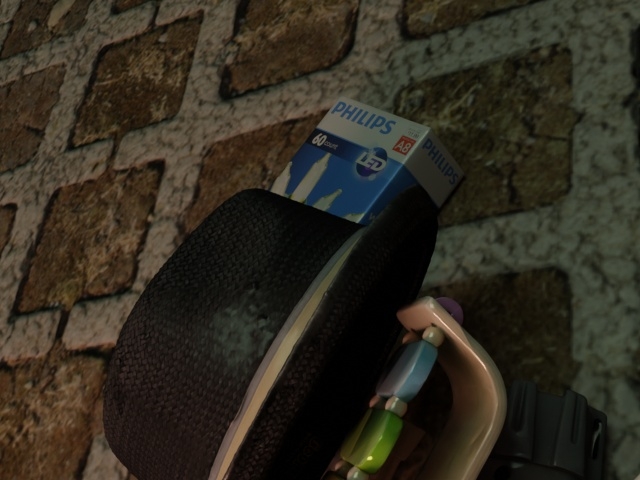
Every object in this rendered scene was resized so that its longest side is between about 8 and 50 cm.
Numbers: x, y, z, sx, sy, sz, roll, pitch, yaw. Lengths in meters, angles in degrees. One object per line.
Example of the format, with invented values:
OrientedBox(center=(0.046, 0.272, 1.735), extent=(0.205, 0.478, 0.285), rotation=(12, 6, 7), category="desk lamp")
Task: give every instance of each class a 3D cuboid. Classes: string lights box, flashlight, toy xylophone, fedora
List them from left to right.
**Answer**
OrientedBox(center=(-0.052, 0.084, 0.720), extent=(0.153, 0.334, 0.334), rotation=(28, 77, 13), category="fedora")
OrientedBox(center=(0.000, 0.000, 0.921), extent=(0.133, 0.077, 0.259), rotation=(29, 79, 47), category="string lights box")
OrientedBox(center=(0.016, 0.195, 0.669), extent=(0.322, 0.081, 0.236), rotation=(-59, 1, -18), category="toy xylophone")
OrientedBox(center=(0.111, 0.242, 0.644), extent=(0.103, 0.103, 0.304), rotation=(-8, 56, 36), category="flashlight")

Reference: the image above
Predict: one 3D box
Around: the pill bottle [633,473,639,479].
OrientedBox(center=(0.234, 0.193, 0.466), extent=(0.153, 0.265, 0.153), rotation=(-20, 49, 25), category="pill bottle")
